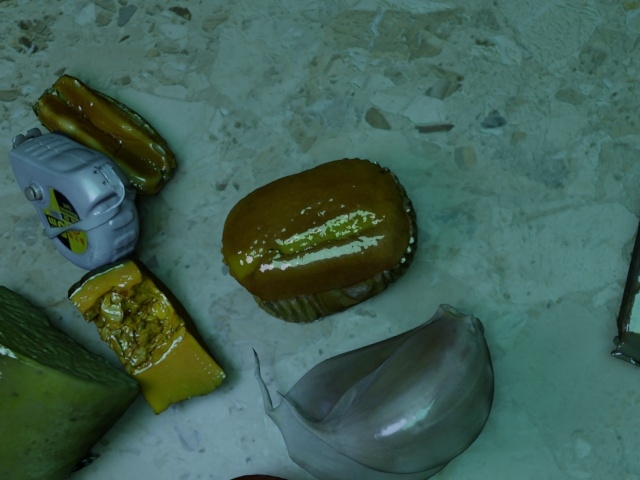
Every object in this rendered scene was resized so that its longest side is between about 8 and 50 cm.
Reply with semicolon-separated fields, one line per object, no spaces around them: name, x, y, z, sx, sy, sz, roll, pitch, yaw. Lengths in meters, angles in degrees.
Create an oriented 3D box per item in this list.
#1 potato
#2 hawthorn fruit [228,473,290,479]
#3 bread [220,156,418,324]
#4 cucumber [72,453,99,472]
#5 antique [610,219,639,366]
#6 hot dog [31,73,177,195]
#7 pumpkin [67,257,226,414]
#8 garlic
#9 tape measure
potato;-0.483;0.243;1.498;0.330;0.212;0.280;31;99;28
hawthorn fruit;-0.064;0.436;1.440;0.249;0.215;0.215;12;84;13
bread;0.000;0.000;1.519;0.288;0.156;0.204;-17;77;8
cucumber;-0.417;0.348;1.597;0.155;0.037;0.037;-14;79;8
antique;0.493;0.042;1.442;0.150;0.125;0.284;22;85;14
hot dog;-0.340;-0.170;1.644;0.269;0.072;0.115;39;85;17
pumpkin;-0.262;0.137;1.569;0.131;0.126;0.248;-34;98;-9
garlic;0.078;0.229;1.434;0.339;0.231;0.246;-11;82;2
tape measure;-0.361;-0.051;1.576;0.236;0.197;0.120;21;41;38
